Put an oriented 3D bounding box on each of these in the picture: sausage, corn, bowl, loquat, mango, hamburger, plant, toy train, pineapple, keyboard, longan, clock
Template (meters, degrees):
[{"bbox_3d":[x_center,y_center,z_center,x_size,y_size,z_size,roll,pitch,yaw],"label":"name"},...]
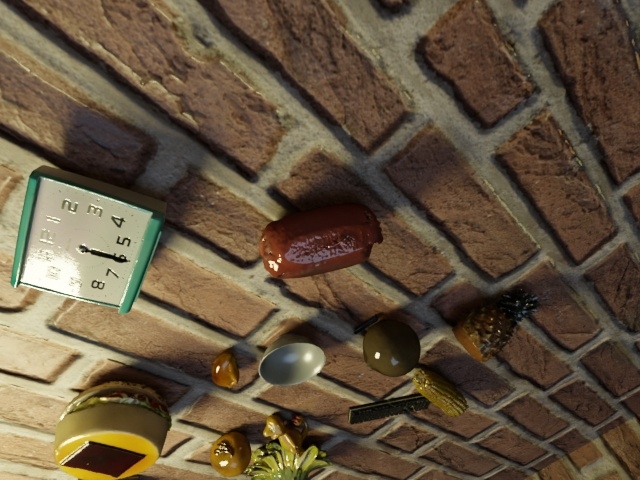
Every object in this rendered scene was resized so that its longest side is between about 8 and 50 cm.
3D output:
[{"bbox_3d":[0.000,0.000,0.913,0.280,0.152,0.152,-13,128,-4],"label":"sausage"},{"bbox_3d":[0.422,0.532,1.460,0.102,0.102,0.313,-37,125,12],"label":"corn"},{"bbox_3d":[-0.085,0.320,1.167,0.189,0.086,0.188,-8,129,-11],"label":"bowl"},{"bbox_3d":[-0.293,0.709,1.367,0.141,0.141,0.141,-8,127,-10],"label":"loquat"},{"bbox_3d":[-0.268,0.362,1.163,0.077,0.063,0.127,1,120,-10],"label":"mango"},{"bbox_3d":[-0.554,0.510,1.121,0.301,0.176,0.300,-8,129,-10],"label":"hamburger"},{"bbox_3d":[-0.136,0.848,1.488,0.306,0.297,0.261,-35,97,31],"label":"plant"},{"bbox_3d":[0.132,0.249,1.217,0.083,0.017,0.017,-35,125,11],"label":"toy train"},{"bbox_3d":[0.551,0.241,1.254,0.279,0.158,0.157,-33,129,-6],"label":"pineapple"},{"bbox_3d":[0.258,0.620,1.525,0.317,0.027,0.106,-8,128,-9],"label":"keyboard"},{"bbox_3d":[0.203,0.313,1.192,0.189,0.189,0.189,-8,127,-10],"label":"longan"},{"bbox_3d":[-0.451,-0.002,0.818,0.231,0.116,0.262,19,118,-21],"label":"clock"}]

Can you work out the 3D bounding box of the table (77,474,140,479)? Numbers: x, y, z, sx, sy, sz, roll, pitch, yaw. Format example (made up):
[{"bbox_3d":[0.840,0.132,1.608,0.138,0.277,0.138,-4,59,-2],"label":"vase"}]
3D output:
[{"bbox_3d":[-0.734,0.970,1.346,0.196,0.282,0.250,16,120,-26],"label":"table"}]

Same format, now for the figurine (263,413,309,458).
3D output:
[{"bbox_3d":[-0.110,0.645,1.409,0.176,0.121,0.122,48,70,-24],"label":"figurine"}]
